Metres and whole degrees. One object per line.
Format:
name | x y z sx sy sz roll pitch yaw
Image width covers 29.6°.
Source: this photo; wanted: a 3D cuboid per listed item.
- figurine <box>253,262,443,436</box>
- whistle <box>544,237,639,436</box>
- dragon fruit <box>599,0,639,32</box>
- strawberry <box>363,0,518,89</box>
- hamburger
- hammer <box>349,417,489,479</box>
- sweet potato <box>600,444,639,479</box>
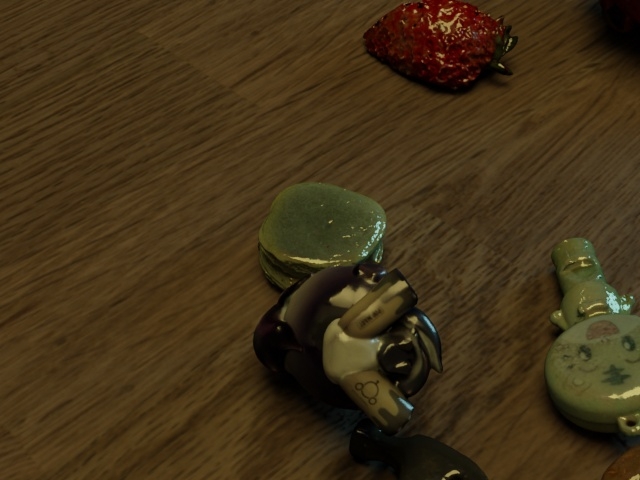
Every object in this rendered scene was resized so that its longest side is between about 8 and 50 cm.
figurine | 0.020 0.096 1.106 0.145 0.145 0.222 -16 6 -13
whistle | 0.269 0.094 1.162 0.126 0.067 0.258 -14 39 7
dragon fruit | 0.454 -0.322 1.477 0.243 0.227 0.307 -3 57 3
strawberry | 0.153 -0.260 1.518 0.140 0.085 0.192 -28 48 -21
hamburger | 0.000 0.000 1.275 0.133 0.062 0.140 17 46 14
hammer | 0.000 0.326 0.955 0.168 0.044 0.440 21 50 25
sweet potato | 0.306 0.196 1.062 0.218 0.051 0.065 -32 55 -25
